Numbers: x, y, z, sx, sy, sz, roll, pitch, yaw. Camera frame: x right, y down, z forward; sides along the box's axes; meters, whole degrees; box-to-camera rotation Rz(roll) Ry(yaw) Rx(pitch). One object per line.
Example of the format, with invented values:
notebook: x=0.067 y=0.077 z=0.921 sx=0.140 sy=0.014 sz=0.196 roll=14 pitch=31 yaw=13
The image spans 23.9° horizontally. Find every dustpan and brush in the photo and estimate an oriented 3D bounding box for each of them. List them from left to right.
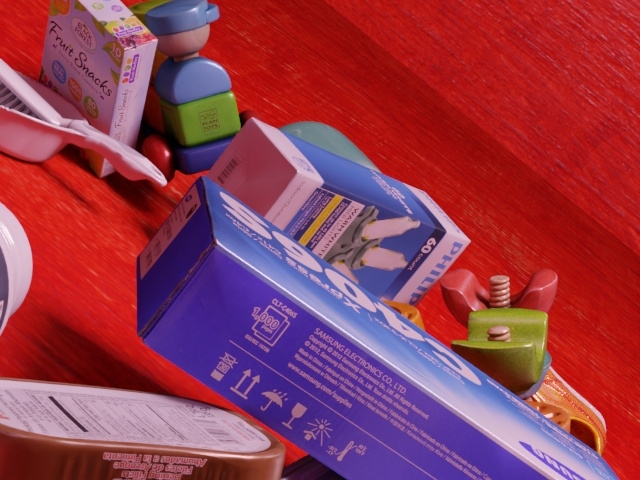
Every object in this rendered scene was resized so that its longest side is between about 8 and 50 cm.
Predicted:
dustpan and brush: x=-0.214 y=-0.093 z=1.180 sx=0.211 sy=0.060 sz=0.147 roll=40 pitch=15 yaw=5

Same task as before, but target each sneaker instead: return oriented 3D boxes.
sneaker: x=0.208 y=0.153 z=1.462 sx=0.175 sy=0.064 sz=0.067 roll=35 pitch=25 yaw=-4

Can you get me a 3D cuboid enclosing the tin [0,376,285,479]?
tin: x=-0.107 y=0.105 z=0.780 sx=0.190 sy=0.040 sz=0.106 roll=9 pitch=5 yaw=-31

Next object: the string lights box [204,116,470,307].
string lights box: x=0.000 y=0.000 z=1.272 sx=0.260 sy=0.133 sz=0.077 roll=19 pitch=25 yaw=-52

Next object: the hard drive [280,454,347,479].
hard drive: x=0.046 y=0.225 z=0.857 sx=0.237 sy=0.064 sz=0.339 roll=42 pitch=16 yaw=13

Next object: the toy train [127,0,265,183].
toy train: x=-0.138 y=-0.147 z=1.324 sx=0.105 sy=0.143 sz=0.248 roll=-16 pitch=20 yaw=-18

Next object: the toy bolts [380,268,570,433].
toy bolts: x=0.113 y=0.126 z=1.273 sx=0.218 sy=0.158 sz=0.228 roll=1 pitch=15 yaw=21

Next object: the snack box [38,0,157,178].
snack box: x=-0.185 y=-0.135 z=1.232 sx=0.037 sy=0.141 sz=0.100 roll=-25 pitch=59 yaw=-37

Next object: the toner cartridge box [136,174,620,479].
toner cartridge box: x=0.048 y=0.102 z=0.937 sx=0.348 sy=0.075 sz=0.165 roll=35 pitch=10 yaw=-15

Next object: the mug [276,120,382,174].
mug: x=-0.020 y=-0.050 z=1.356 sx=0.097 sy=0.129 sz=0.157 roll=48 pitch=-12 yaw=35

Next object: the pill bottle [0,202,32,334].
pill bottle: x=-0.214 y=0.024 z=0.746 sx=0.108 sy=0.108 sz=0.180 roll=39 pitch=14 yaw=3
